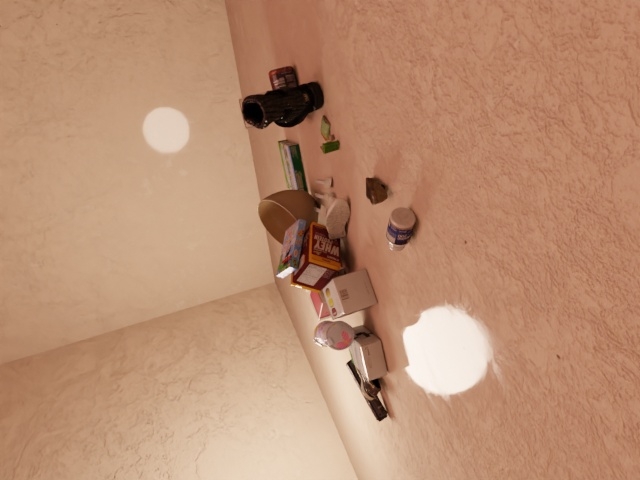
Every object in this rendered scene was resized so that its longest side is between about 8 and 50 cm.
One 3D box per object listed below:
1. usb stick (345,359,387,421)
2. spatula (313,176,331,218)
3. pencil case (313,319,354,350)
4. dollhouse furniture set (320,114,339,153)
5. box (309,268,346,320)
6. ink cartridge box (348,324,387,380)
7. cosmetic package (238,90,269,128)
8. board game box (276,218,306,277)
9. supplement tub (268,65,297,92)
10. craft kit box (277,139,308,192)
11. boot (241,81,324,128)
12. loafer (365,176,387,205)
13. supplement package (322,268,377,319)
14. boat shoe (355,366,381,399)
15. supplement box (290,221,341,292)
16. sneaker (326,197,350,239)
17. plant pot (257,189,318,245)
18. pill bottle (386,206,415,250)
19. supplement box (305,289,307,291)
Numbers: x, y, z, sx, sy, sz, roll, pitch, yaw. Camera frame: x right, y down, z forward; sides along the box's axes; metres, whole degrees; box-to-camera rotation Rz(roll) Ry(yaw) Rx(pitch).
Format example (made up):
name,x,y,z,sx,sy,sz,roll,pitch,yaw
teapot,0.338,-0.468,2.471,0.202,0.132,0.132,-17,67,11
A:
name,x,y,z,sx,sy,sz,roll,pitch,yaw
usb stick,0.195,0.633,2.006,0.278,0.045,0.077,59,-158,19
spatula,0.002,-0.177,1.934,0.242,0.019,0.168,-152,64,-73
pencil case,0.048,0.381,1.900,0.273,0.124,0.114,141,116,-74
dollhouse furniture set,0.012,-0.369,1.671,0.076,0.058,0.152,91,159,-50
box,0.045,0.242,2.064,0.232,0.148,0.127,98,152,-62
ink cartridge box,0.180,0.444,1.877,0.208,0.086,0.153,-154,50,-74
cosmetic package,-0.244,-0.579,2.078,0.296,0.153,0.129,-78,-24,-73
board game box,-0.120,0.035,1.943,0.160,0.039,0.212,-35,40,60
supplement tub,-0.141,-0.602,1.927,0.106,0.106,0.198,-144,39,-70
craft kit box,-0.138,-0.361,2.320,0.246,0.060,0.250,-141,37,-64
boot,-0.173,-0.474,1.724,0.348,0.260,0.131,-9,106,64
loafer,0.160,-0.142,1.357,0.148,0.050,0.056,-97,3,-59
supplement package,0.106,0.213,1.805,0.244,0.133,0.139,119,133,-72
boat shoe,0.202,0.556,1.968,0.069,0.081,0.228,-49,28,21
supplement box,-0.019,0.069,1.895,0.194,0.129,0.191,-52,27,43
sneaker,0.056,-0.097,1.776,0.235,0.090,0.095,101,163,-58
plant pot,-0.117,-0.121,2.132,0.284,0.191,0.284,32,148,23
pill bottle,0.209,-0.026,1.244,0.120,0.067,0.067,92,158,-53
supplement box,-0.030,0.171,2.375,0.220,0.113,0.111,106,145,-69
